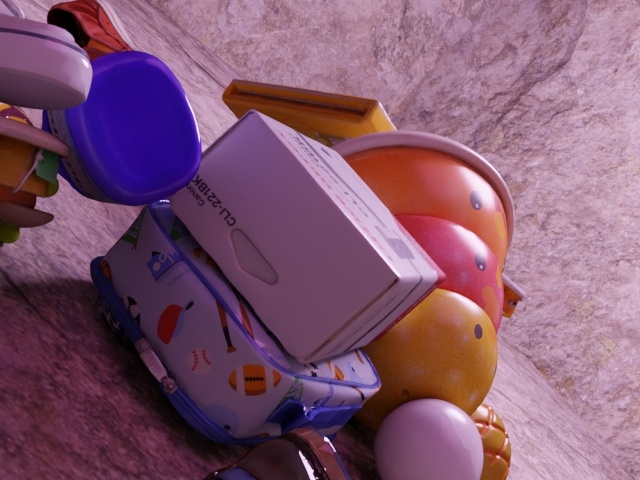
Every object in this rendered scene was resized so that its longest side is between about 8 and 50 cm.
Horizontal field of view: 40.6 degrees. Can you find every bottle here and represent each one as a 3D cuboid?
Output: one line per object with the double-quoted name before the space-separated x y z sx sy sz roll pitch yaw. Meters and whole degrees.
"bottle" -0.189 -0.093 0.758 0.283 0.092 0.118 11 -57 64

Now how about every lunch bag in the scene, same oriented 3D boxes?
"lunch bag" -0.071 0.092 0.826 0.243 0.115 0.303 50 11 24

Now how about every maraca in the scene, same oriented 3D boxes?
"maraca" 0.202 0.286 1.122 0.127 0.099 0.185 13 57 -65

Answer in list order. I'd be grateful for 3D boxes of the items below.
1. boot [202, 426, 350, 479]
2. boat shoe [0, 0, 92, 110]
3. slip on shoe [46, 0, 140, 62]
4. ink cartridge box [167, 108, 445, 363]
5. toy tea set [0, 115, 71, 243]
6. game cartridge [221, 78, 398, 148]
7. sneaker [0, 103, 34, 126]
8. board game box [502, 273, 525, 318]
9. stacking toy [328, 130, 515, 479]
"boot" -0.003 0.245 0.634 0.106 0.082 0.219 -4 48 -45
"boat shoe" -0.239 -0.141 0.541 0.258 0.084 0.095 14 -3 29
"slip on shoe" -0.333 -0.266 1.358 0.101 0.123 0.331 -13 55 -38
"ink cartridge box" 0.000 0.000 0.832 0.197 0.114 0.273 50 12 12
"toy tea set" -0.305 -0.047 0.609 0.200 0.124 0.336 14 -3 33
"game cartridge" 0.030 -0.120 1.360 0.285 0.052 0.323 16 -24 37
"sneaker" -0.335 -0.121 0.810 0.084 0.069 0.185 44 10 37
"board game box" 0.087 0.003 1.464 0.390 0.050 0.390 38 -19 -27
"stacking toy" 0.111 0.126 1.067 0.351 0.351 0.479 37 30 -32
